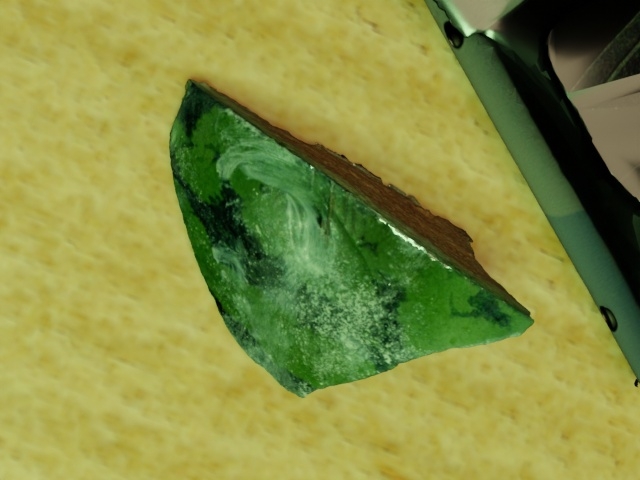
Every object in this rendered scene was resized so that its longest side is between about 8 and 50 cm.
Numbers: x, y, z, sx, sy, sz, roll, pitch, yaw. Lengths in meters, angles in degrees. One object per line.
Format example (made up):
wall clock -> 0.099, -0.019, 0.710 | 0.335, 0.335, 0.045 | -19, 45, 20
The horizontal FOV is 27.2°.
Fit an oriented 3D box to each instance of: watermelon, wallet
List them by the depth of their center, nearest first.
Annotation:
watermelon -> -0.005, 0.000, 0.541 | 0.155, 0.080, 0.101 | 40, 112, -13
wallet -> 0.154, -0.070, 0.578 | 0.170, 0.069, 0.231 | -33, 95, -11
